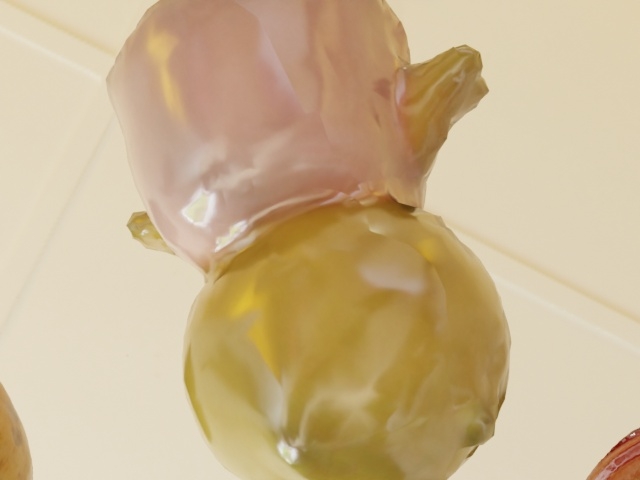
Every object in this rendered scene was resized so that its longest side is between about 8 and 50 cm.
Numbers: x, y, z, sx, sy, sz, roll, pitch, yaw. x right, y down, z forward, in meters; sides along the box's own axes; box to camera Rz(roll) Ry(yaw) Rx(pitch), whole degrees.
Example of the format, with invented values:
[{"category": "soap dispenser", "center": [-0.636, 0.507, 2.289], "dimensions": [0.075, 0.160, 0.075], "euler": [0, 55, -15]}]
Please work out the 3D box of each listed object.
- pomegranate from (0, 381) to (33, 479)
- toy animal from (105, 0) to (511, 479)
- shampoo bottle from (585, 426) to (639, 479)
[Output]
[{"category": "pomegranate", "center": [-0.310, 0.157, 0.730], "dimensions": [0.215, 0.215, 0.215], "euler": [1, -96, -10]}, {"category": "toy animal", "center": [-0.001, 0.002, 0.492], "dimensions": [0.195, 0.169, 0.281], "euler": [-24, -101, 23]}, {"category": "shampoo bottle", "center": [0.326, 0.222, 0.749], "dimensions": [0.314, 0.076, 0.118], "euler": [24, -63, -16]}]
